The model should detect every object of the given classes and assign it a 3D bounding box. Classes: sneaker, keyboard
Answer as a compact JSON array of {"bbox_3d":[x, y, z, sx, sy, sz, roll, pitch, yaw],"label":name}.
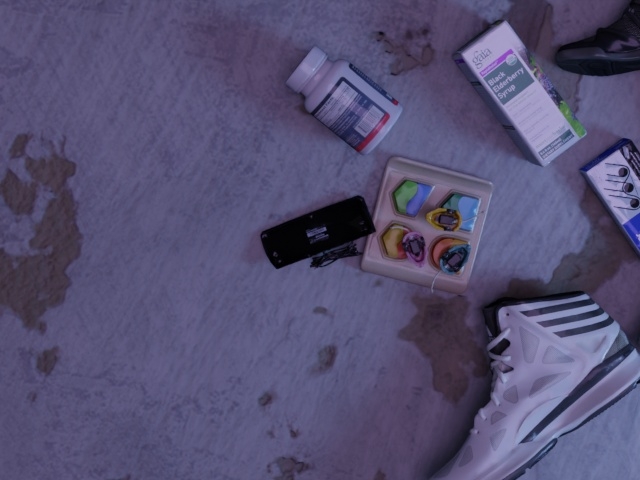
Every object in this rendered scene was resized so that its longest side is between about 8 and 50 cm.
[{"bbox_3d":[0.507,-0.351,1.791,0.227,0.087,0.130,-9,74,16],"label":"sneaker"},{"bbox_3d":[0.316,0.253,1.848,0.447,0.169,0.257,-39,84,3],"label":"sneaker"},{"bbox_3d":[0.000,0.000,1.836,0.192,0.038,0.100,-20,79,5],"label":"keyboard"}]

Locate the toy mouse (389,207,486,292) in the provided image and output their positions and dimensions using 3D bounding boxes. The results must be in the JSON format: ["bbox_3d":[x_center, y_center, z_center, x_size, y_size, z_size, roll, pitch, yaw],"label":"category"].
[{"bbox_3d":[0.194,0.016,1.808,0.161,0.031,0.143,3,93,-4],"label":"toy mouse"}]

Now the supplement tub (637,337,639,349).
[{"bbox_3d":[0.655,0.136,1.831,0.144,0.144,0.200,29,96,-7],"label":"supplement tub"}]

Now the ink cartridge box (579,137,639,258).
[{"bbox_3d":[0.548,-0.066,1.847,0.097,0.046,0.207,-36,99,3],"label":"ink cartridge box"}]

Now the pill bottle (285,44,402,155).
[{"bbox_3d":[0.036,-0.235,1.762,0.180,0.108,0.108,39,94,-7],"label":"pill bottle"}]

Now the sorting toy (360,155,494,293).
[{"bbox_3d":[0.185,-0.024,1.836,0.193,0.038,0.208,14,97,-5],"label":"sorting toy"}]

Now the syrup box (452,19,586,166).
[{"bbox_3d":[0.330,-0.246,1.784,0.093,0.096,0.237,-38,99,3],"label":"syrup box"}]
